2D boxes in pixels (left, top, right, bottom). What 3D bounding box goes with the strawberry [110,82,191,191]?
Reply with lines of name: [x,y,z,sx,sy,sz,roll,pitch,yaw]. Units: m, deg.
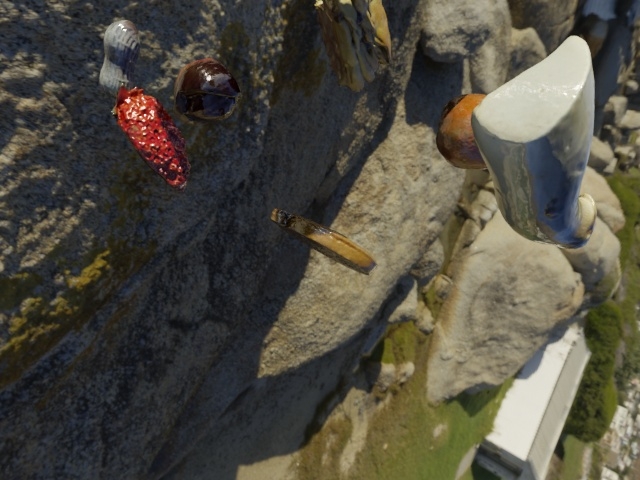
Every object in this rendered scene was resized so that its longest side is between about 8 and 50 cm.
strawberry: [-0.362,-0.226,0.926,0.098,0.228,0.174,-33,-179,0]

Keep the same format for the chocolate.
chocolate: [-0.436,-0.390,0.893,0.072,0.072,0.167,-11,133,-51]

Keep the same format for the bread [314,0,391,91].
bread: [0.096,-0.670,1.231,0.191,0.314,0.370,-17,151,4]

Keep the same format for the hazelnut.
hazelnut: [-0.302,-0.382,1.099,0.170,0.161,0.202,2,152,-22]

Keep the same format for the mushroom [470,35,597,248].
mushroom: [0.365,-0.093,0.660,0.177,0.126,0.397,-39,136,0]

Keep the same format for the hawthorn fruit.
hawthorn fruit: [0.411,-0.255,1.010,0.199,0.251,0.200,-44,145,-42]

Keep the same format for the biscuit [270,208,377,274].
biscuit: [0.004,-0.008,1.264,0.350,0.394,0.070,32,86,-25]

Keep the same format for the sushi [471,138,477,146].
sushi: [0.348,-0.212,0.851,0.118,0.061,0.060,3,73,-53]
